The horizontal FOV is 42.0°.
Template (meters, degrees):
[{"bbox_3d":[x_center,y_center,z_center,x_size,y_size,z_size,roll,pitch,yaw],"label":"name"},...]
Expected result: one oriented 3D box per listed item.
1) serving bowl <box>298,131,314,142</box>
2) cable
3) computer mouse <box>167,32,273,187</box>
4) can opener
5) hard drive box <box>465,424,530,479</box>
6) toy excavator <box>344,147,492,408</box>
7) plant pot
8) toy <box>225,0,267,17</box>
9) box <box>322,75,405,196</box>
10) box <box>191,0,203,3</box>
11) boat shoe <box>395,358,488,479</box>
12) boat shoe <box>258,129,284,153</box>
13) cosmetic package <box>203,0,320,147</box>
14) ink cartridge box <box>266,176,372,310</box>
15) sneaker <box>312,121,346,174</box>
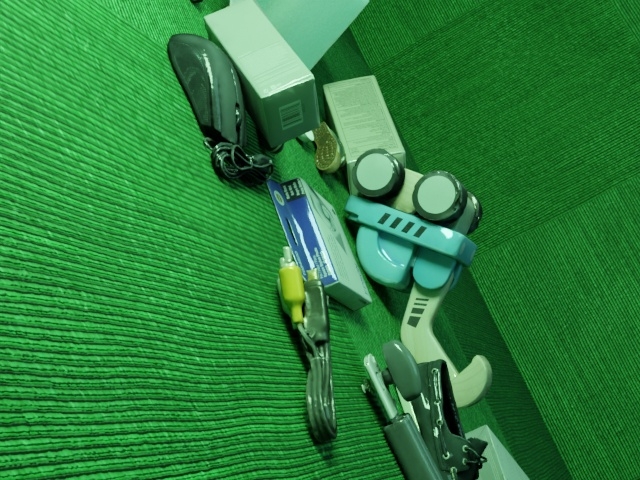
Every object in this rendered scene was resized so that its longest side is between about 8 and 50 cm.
[{"bbox_3d":[-0.047,-0.247,1.818,0.083,0.027,0.083,54,16,-24],"label":"serving bowl"},{"bbox_3d":[-0.019,0.156,1.179,0.139,0.072,0.287,70,13,-58],"label":"cable"},{"bbox_3d":[-0.153,-0.222,1.327,0.272,0.072,0.188,64,16,9],"label":"computer mouse"},{"bbox_3d":[0.145,0.303,1.352,0.280,0.093,0.074,68,14,6],"label":"can opener"},{"bbox_3d":[0.368,0.518,1.694,0.232,0.089,0.181,51,18,-34],"label":"hard drive box"},{"bbox_3d":[0.215,0.082,1.780,0.433,0.445,0.222,22,1,23],"label":"toy excavator"},{"bbox_3d":[-0.054,-0.594,2.045,0.252,0.248,0.247,38,21,-15],"label":"plant pot"},{"bbox_3d":[-0.166,-0.451,1.737,0.137,0.056,0.237,54,21,-40],"label":"toy"},{"bbox_3d":[0.106,-0.264,2.080,0.121,0.148,0.311,83,-4,-48],"label":"box"},{"bbox_3d":[-0.257,-0.537,1.546,0.162,0.029,0.116,45,49,-51],"label":"box"},{"bbox_3d":[0.241,0.366,1.493,0.127,0.113,0.340,43,24,-52],"label":"boat shoe"},{"bbox_3d":[-0.087,-0.211,1.561,0.049,0.056,0.152,41,24,-41],"label":"boat shoe"},{"bbox_3d":[-0.101,-0.287,1.415,0.238,0.107,0.127,60,-12,32],"label":"cosmetic package"},{"bbox_3d":[0.000,0.000,1.486,0.224,0.045,0.223,34,31,-60],"label":"ink cartridge box"},{"bbox_3d":[0.031,-0.193,1.904,0.086,0.064,0.192,46,18,-33],"label":"sneaker"}]
